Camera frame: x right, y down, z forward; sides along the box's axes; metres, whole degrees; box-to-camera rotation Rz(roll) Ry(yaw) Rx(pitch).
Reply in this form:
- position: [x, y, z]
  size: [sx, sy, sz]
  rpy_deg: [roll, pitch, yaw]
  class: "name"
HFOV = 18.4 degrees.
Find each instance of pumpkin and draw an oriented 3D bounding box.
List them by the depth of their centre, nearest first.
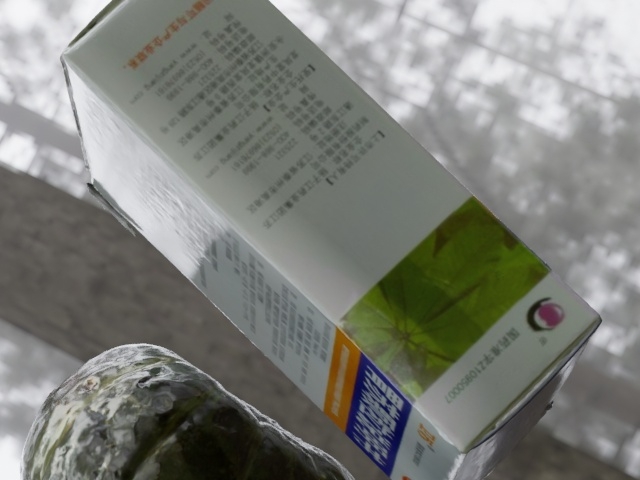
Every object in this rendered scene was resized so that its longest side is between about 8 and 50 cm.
- position: [-0.098, 0.191, 1.361]
  size: [0.189, 0.260, 0.260]
  rpy_deg: [-55, -22, -7]
  class: "pumpkin"

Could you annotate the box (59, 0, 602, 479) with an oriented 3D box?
- position: [0.000, 0.000, 1.083]
  size: [0.106, 0.299, 0.200]
  rpy_deg: [-44, -11, -13]
  class: "box"
